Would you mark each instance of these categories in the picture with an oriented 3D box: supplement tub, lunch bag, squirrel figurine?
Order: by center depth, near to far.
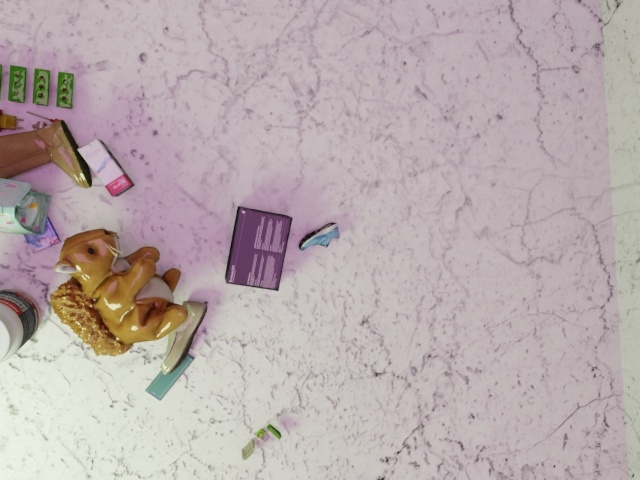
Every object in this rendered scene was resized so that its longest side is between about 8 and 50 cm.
[{"bbox_3d":[-0.951,-0.106,1.555,0.223,0.262,0.160,12,87,-8],"label":"lunch bag"},{"bbox_3d":[-0.976,0.261,1.592,0.191,0.272,0.191,-1,96,-13],"label":"supplement tub"},{"bbox_3d":[-0.665,0.158,1.625,0.397,0.281,0.370,-38,124,11],"label":"squirrel figurine"}]

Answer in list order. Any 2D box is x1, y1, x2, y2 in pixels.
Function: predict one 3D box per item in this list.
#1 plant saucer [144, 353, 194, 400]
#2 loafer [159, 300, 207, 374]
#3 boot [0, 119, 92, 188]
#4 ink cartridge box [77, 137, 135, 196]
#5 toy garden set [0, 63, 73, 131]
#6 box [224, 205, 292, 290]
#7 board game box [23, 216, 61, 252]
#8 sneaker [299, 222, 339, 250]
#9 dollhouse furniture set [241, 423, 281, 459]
[{"bbox_3d":[-0.524,0.468,1.849,0.067,0.018,0.192,40,85,-14],"label":"plant saucer"},{"bbox_3d":[-0.478,0.323,1.806,0.092,0.102,0.268,25,76,2],"label":"loafer"},{"bbox_3d":[-0.886,-0.237,1.660,0.270,0.089,0.236,-19,111,-2],"label":"boot"},{"bbox_3d":[-0.674,-0.229,1.683,0.072,0.127,0.175,-35,103,-8],"label":"ink cartridge box"},{"bbox_3d":[-0.902,-0.430,1.653,0.244,0.049,0.203,4,93,-14],"label":"toy garden set"},{"bbox_3d":[-0.216,0.027,1.828,0.184,0.103,0.261,10,94,-17],"label":"box"},{"bbox_3d":[-0.900,-0.018,1.710,0.090,0.020,0.090,-25,100,-8],"label":"board game box"},{"bbox_3d":[0.000,0.000,1.895,0.162,0.063,0.073,-27,104,-8],"label":"sneaker"},{"bbox_3d":[-0.215,0.737,1.918,0.151,0.076,0.058,-45,103,-6],"label":"dollhouse furniture set"}]
